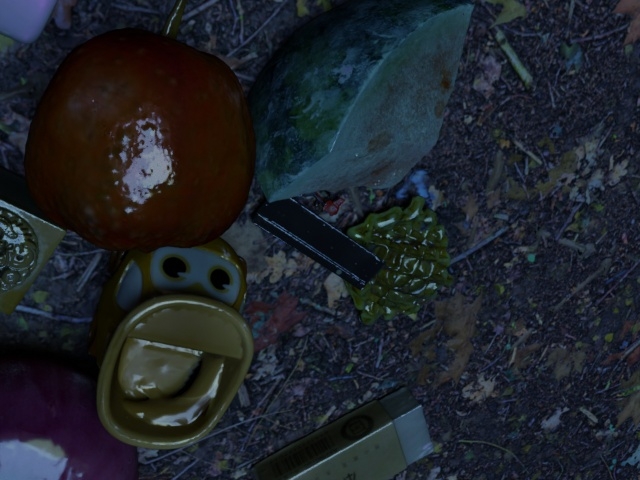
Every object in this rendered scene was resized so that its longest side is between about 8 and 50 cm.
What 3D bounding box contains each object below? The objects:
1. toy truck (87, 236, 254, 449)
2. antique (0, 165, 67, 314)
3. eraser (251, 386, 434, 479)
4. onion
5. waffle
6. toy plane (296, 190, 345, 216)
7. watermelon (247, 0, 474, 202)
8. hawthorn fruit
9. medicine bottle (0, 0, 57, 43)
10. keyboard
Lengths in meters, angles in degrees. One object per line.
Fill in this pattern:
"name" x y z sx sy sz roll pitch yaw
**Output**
"toy truck" -0.216 0.125 0.958 0.204 0.211 0.288 17 101 -27
"antique" -0.431 -0.009 0.853 0.151 0.148 0.147 31 100 -33
"eraser" 0.049 0.424 1.283 0.343 0.078 0.144 -26 121 -11
"onion" -0.433 0.331 0.916 0.358 0.345 0.359 4 77 -18
"waffle" 0.139 0.042 1.167 0.204 0.054 0.224 -28 119 -10
"toy plane" -0.020 -0.087 1.056 0.145 0.037 0.060 43 81 -27
"watermelon" 0.059 -0.182 0.956 0.387 0.228 0.258 -47 130 -9
"hawthorn fruit" -0.203 -0.148 0.816 0.286 0.287 0.331 8 109 -26
"medicine bottle" -0.406 -0.337 0.719 0.254 0.152 0.152 26 100 -29
"keyboard" 0.000 0.000 1.078 0.231 0.023 0.072 33 112 -20
